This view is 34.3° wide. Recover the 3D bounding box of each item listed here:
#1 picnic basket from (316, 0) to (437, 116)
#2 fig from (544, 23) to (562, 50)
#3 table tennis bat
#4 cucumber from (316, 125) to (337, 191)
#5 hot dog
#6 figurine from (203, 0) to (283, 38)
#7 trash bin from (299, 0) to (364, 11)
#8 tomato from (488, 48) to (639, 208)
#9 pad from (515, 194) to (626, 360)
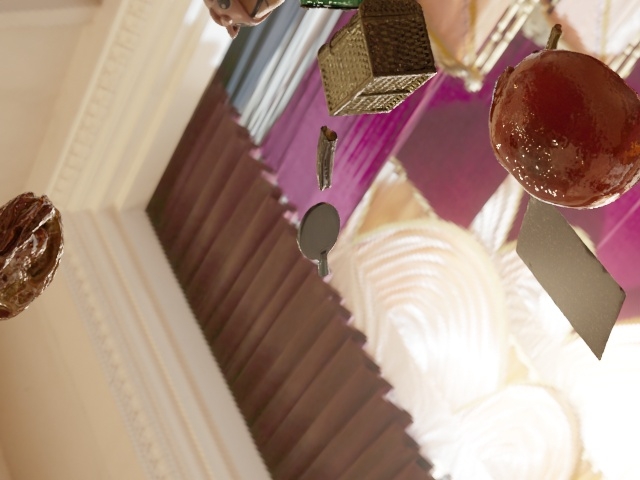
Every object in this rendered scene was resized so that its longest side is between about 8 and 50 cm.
[{"bbox_3d":[0.092,-0.325,1.822,0.134,0.196,0.154,-9,-100,-24],"label":"picnic basket"},{"bbox_3d":[0.413,-0.228,1.733,0.175,0.175,0.207,-7,-119,-40],"label":"fig"},{"bbox_3d":[0.000,0.000,1.893,0.100,0.155,0.019,-33,-139,-31],"label":"table tennis bat"},{"bbox_3d":[0.007,-0.149,1.896,0.034,0.135,0.033,33,-135,24],"label":"cucumber"},{"bbox_3d":[-0.502,0.042,1.609,0.114,0.259,0.175,52,-179,29],"label":"hot dog"},{"bbox_3d":[-0.127,-0.551,2.063,0.287,0.186,0.176,-58,-46,-27],"label":"figurine"},{"bbox_3d":[0.070,-0.724,2.324,0.295,0.381,0.259,11,-151,31],"label":"trash bin"},{"bbox_3d":[0.307,-0.133,1.331,0.228,0.199,0.112,27,-135,21],"label":"tomato"},{"bbox_3d":[0.503,0.062,2.111,0.004,0.220,0.330,-17,-129,-18],"label":"pad"}]
